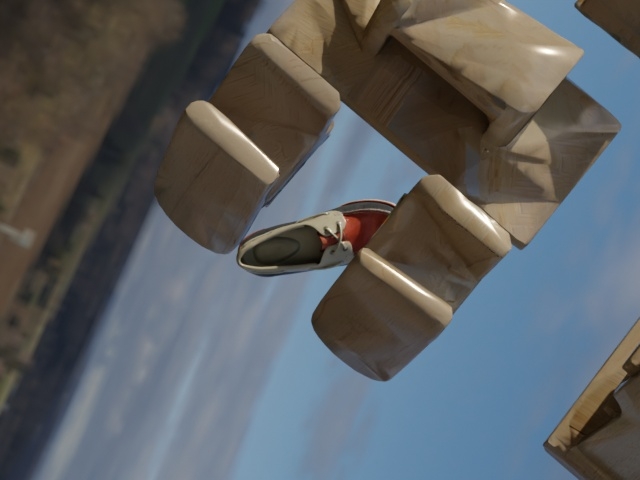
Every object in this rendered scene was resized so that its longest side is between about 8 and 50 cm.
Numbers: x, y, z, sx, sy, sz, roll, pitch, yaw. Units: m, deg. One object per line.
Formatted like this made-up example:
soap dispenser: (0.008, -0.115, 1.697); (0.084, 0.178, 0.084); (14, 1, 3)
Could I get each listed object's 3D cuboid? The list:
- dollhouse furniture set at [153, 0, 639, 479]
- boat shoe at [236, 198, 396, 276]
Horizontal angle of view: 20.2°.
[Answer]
dollhouse furniture set: (0.141, -0.036, 1.218); (0.362, 0.394, 0.256); (-49, 177, -23)
boat shoe: (0.000, 0.000, 1.420); (0.043, 0.137, 0.049); (-37, 115, -79)
